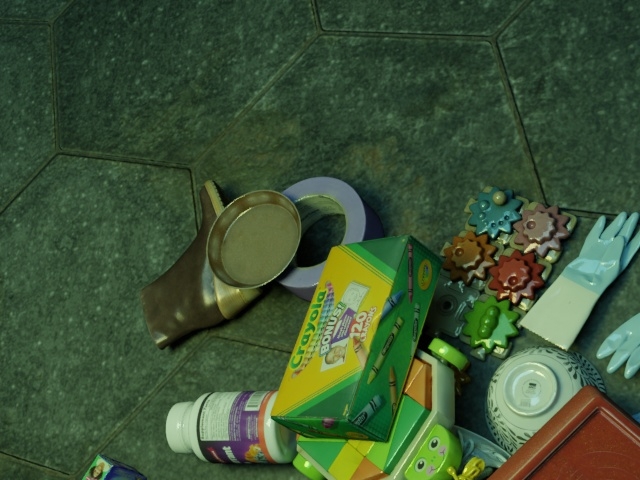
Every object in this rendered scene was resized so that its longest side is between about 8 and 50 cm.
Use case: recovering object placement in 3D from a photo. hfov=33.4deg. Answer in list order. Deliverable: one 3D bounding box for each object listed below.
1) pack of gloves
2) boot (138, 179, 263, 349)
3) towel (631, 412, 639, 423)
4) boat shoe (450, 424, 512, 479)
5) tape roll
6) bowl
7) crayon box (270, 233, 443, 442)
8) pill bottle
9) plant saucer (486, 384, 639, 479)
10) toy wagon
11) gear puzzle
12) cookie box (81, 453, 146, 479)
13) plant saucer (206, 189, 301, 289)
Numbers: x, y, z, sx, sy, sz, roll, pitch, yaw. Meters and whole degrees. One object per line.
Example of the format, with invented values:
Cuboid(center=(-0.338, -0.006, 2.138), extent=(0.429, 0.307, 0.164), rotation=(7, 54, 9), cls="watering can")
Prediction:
Cuboid(center=(0.421, 0.076, 1.465), extent=(0.195, 0.046, 0.232), rotation=(30, 76, 40), cls="pack of gloves")
Cuboid(center=(-0.219, 0.037, 1.775), extent=(0.207, 0.090, 0.248), rotation=(-27, 61, 12), cls="boot")
Cuboid(center=(0.427, 0.251, 1.375), extent=(0.120, 0.029, 0.067), rotation=(-26, 59, 15), cls="towel")
Cuboid(center=(0.229, 0.346, 1.388), extent=(0.118, 0.103, 0.320), rotation=(-47, 55, 1), cls="boat shoe")
Cuboid(center=(0.000, 0.000, 1.686), extent=(0.189, 0.080, 0.188), rotation=(-12, 62, 23), cls="tape roll")
Cuboid(center=(0.291, 0.209, 1.435), extent=(0.170, 0.080, 0.170), rotation=(-12, 62, 23), cls="bowl")
Cuboid(center=(0.051, 0.136, 1.483), extent=(0.165, 0.081, 0.278), rotation=(-10, 53, 49), cls="crayon box")
Cuboid(center=(-0.130, 0.281, 1.604), extent=(0.194, 0.108, 0.108), rotation=(-5, 65, 26), cls="pill bottle")
Cuboid(center=(0.344, 0.324, 1.282), extent=(0.259, 0.047, 0.258), rotation=(-38, 63, -21), cls="plant saucer")
Cuboid(center=(0.095, 0.248, 1.461), extent=(0.267, 0.068, 0.344), rotation=(-57, 31, -3), cls="toy wagon")
Cuboid(center=(0.224, 0.076, 1.553), extent=(0.176, 0.044, 0.338), rotation=(24, 80, 34), cls="gear puzzle")
Cuboid(center=(-0.338, 0.398, 1.667), extent=(0.040, 0.092, 0.107), rotation=(26, 81, 37), cls="cookie box")
Cuboid(center=(-0.100, 0.002, 1.671), extent=(0.169, 0.029, 0.168), rotation=(-11, 63, 22), cls="plant saucer")
